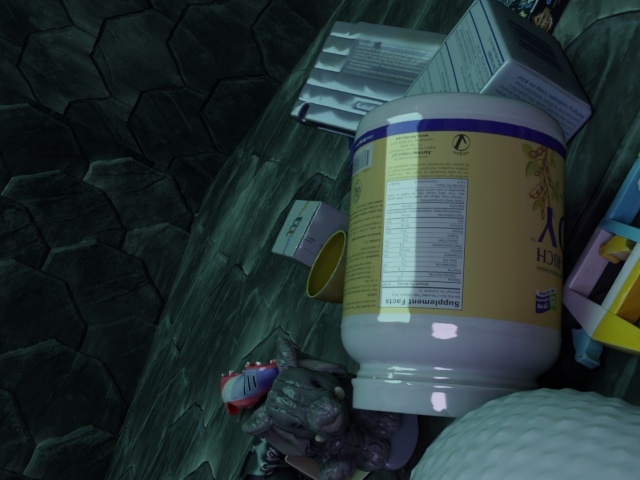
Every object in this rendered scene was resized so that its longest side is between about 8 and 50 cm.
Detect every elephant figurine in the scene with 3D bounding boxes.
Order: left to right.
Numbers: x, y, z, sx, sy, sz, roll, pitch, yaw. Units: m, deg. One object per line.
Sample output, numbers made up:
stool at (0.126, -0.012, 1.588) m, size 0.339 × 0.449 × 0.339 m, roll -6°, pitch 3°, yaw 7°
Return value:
elephant figurine at (-0.015, 0.199, 1.033) m, size 0.186 × 0.239 × 0.169 m, roll -25°, pitch 55°, yaw 22°

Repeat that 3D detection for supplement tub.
supplement tub at (0.147, 0.027, 0.927) m, size 0.241 × 0.241 × 0.331 m, roll 160°, pitch 117°, yaw -66°

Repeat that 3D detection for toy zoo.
toy zoo at (0.343, 0.002, 0.839) m, size 0.293 × 0.030 × 0.192 m, roll -62°, pitch 17°, yaw 5°

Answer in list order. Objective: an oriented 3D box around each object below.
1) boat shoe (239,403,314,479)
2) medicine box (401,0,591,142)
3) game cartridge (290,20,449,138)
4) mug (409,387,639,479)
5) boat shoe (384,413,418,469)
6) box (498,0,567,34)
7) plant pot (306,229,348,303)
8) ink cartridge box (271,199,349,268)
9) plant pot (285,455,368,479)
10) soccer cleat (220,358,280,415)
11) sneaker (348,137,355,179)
boat shoe at (-0.067, 0.376, 1.326) m, size 0.340 × 0.127 × 0.113 m, roll -60°, pitch 18°, yaw 14°
medicine box at (0.229, -0.177, 1.248) m, size 0.289 × 0.149 × 0.263 m, roll -53°, pitch 19°, yaw 30°
game cartridge at (0.130, -0.291, 1.565) m, size 0.355 × 0.068 × 0.230 m, roll 21°, pitch 77°, yaw 37°
mug at (0.180, 0.291, 0.550) m, size 0.328 × 0.276 × 0.374 m, roll -112°, pitch 21°, yaw -75°
boat shoe at (0.097, 0.244, 1.170) m, size 0.083 × 0.065 × 0.183 m, roll 103°, pitch 172°, yaw -53°
box at (0.350, -0.415, 1.419) m, size 0.175 × 0.051 × 0.220 m, roll -63°, pitch 17°, yaw 1°
plant pot at (0.049, 0.061, 1.511) m, size 0.134 × 0.095 × 0.134 m, roll -54°, pitch 19°, yaw 28°
ink cartridge box at (0.000, 0.000, 1.696) m, size 0.127 × 0.128 × 0.176 m, roll -64°, pitch 18°, yaw -4°
plant pot at (0.027, 0.289, 1.230) m, size 0.109 × 0.109 × 0.096 m, roll -53°, pitch 7°, yaw 28°
soccer cleat at (-0.141, 0.310, 1.764) m, size 0.248 × 0.083 × 0.095 m, roll -29°, pitch 67°, yaw 54°
sneaker at (0.079, -0.261, 1.713) m, size 0.127 × 0.182 × 0.316 m, roll 114°, pitch 178°, yaw -53°
